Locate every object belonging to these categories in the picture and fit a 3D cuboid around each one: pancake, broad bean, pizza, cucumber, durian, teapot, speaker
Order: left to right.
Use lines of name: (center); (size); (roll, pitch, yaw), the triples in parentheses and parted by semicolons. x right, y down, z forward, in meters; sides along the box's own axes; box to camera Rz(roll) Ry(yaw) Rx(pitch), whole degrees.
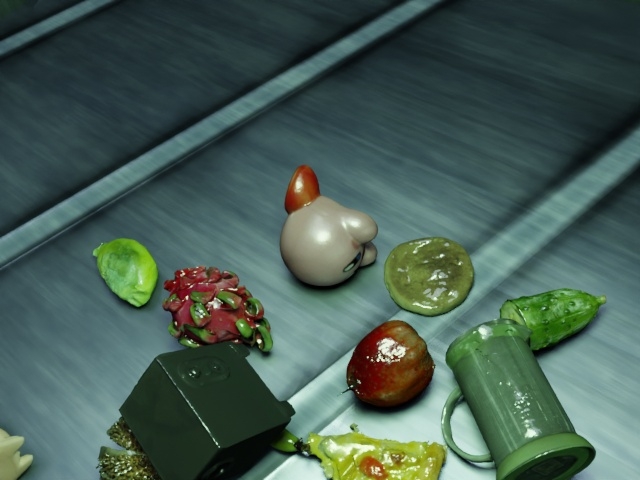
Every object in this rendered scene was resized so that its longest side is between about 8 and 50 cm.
durian: (-0.508, 0.068, 1.800); (0.139, 0.101, 0.250); (-30, 54, -16)
durian: (-0.368, 0.441, 1.430); (0.196, 0.167, 0.196); (-16, 67, 43)
speaker: (-0.220, 0.351, 1.386); (0.232, 0.254, 0.184); (49, 114, 23)
broad bean: (-0.135, 0.388, 1.522); (0.325, 0.075, 0.067); (34, 18, 28)
pizza: (0.084, 0.478, 1.409); (0.288, 0.075, 0.280); (22, 56, 22)
pancake: (0.270, 0.078, 1.726); (0.242, 0.050, 0.242); (-3, 50, 4)
teapot: (0.371, 0.342, 1.426); (0.270, 0.200, 0.337); (-37, 46, 20)
cucumber: (0.545, 0.168, 1.575); (0.244, 0.134, 0.134); (-15, 51, -9)

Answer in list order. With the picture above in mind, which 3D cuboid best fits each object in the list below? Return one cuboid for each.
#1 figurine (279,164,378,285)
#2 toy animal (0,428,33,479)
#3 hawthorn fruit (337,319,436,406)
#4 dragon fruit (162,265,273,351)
figurine: (-0.009, -0.001, 1.717); (0.261, 0.269, 0.211); (36, 70, 18)
toy animal: (-0.791, 0.451, 1.472); (0.256, 0.195, 0.213); (25, 50, 28)
hawthorn fruit: (0.130, 0.279, 1.499); (0.235, 0.181, 0.181); (-23, 52, -17)
dragon fruit: (-0.243, 0.161, 1.643); (0.273, 0.218, 0.198); (2, 88, 3)
